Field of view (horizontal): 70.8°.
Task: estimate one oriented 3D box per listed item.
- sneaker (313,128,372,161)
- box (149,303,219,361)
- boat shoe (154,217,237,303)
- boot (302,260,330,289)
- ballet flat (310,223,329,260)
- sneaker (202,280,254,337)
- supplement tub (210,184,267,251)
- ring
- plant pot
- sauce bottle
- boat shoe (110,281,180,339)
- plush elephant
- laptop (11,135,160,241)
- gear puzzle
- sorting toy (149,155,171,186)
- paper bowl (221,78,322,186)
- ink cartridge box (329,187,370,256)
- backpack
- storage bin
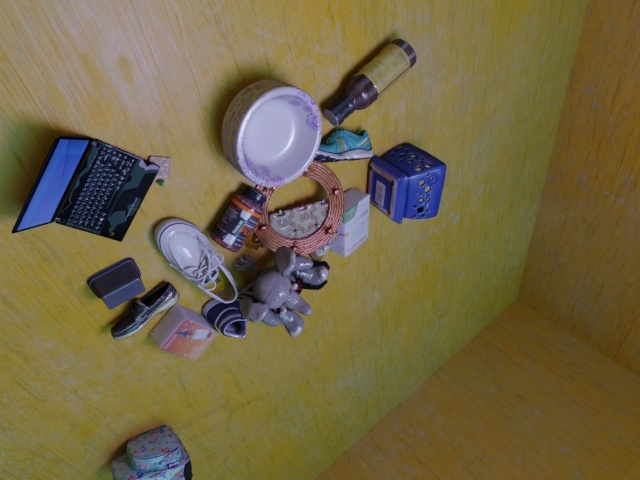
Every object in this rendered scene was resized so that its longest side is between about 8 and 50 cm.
[{"bbox_3d":[0.055,-0.319,1.510,0.275,0.107,0.110,-12,99,-34],"label":"sneaker"},{"bbox_3d":[-0.447,0.306,1.488,0.130,0.091,0.170,-50,141,-2],"label":"box"},{"bbox_3d":[-0.353,0.086,1.358,0.135,0.156,0.367,-40,140,-14],"label":"boat shoe"},{"bbox_3d":[-0.079,0.187,1.743,0.207,0.094,0.247,7,113,-45],"label":"boot"},{"bbox_3d":[0.000,0.000,1.696,0.080,0.073,0.232,-29,136,-27],"label":"ballet flat"},{"bbox_3d":[-0.251,0.240,1.575,0.282,0.153,0.099,-21,132,-32],"label":"sneaker"},{"bbox_3d":[-0.246,-0.070,1.383,0.106,0.106,0.198,27,99,-50],"label":"supplement tub"},{"bbox_3d":[-0.068,-0.103,1.496,0.336,0.032,0.337,-8,113,-20],"label":"ring"},{"bbox_3d":[0.312,-0.211,1.719,0.212,0.236,0.236,-18,130,-25],"label":"plant pot"},{"bbox_3d":[0.154,-0.499,1.436,0.344,0.111,0.111,-43,140,-11],"label":"sauce bottle"},{"bbox_3d":[-0.531,0.202,1.345,0.223,0.080,0.074,-37,133,-25],"label":"boat shoe"},{"bbox_3d":[-0.124,0.164,1.453,0.330,0.255,0.272,32,90,-16],"label":"plush elephant"},{"bbox_3d":[-0.532,-0.105,1.056,0.264,0.136,0.234,23,103,-43],"label":"laptop"},{"bbox_3d":[-0.100,-0.034,1.553,0.338,0.044,0.176,-16,115,-17],"label":"gear puzzle"},{"bbox_3d":[-0.430,-0.182,1.195,0.062,0.012,0.083,-7,120,-46],"label":"sorting toy"},{"bbox_3d":[-0.145,-0.306,1.267,0.284,0.148,0.284,-24,133,-28],"label":"paper bowl"},{"bbox_3d":[0.107,-0.068,1.710,0.154,0.093,0.213,-39,140,-35],"label":"ink cartridge box"},{"bbox_3d":[-0.611,0.805,1.613,0.253,0.225,0.191,-15,107,-30],"label":"backpack"},{"bbox_3d":[-0.556,0.130,1.250,0.135,0.091,0.098,-30,136,-23],"label":"storage bin"}]
